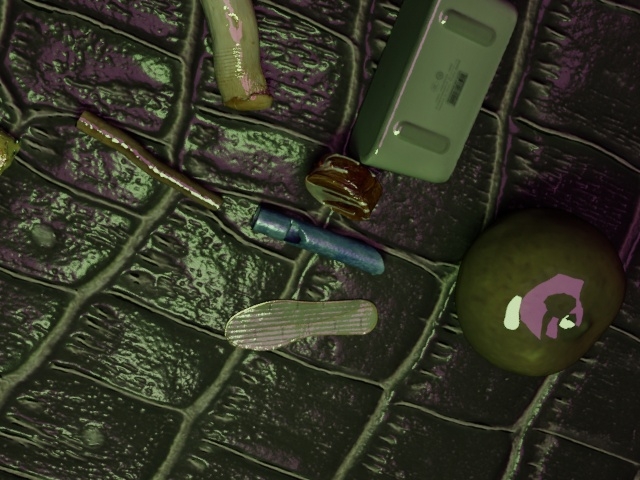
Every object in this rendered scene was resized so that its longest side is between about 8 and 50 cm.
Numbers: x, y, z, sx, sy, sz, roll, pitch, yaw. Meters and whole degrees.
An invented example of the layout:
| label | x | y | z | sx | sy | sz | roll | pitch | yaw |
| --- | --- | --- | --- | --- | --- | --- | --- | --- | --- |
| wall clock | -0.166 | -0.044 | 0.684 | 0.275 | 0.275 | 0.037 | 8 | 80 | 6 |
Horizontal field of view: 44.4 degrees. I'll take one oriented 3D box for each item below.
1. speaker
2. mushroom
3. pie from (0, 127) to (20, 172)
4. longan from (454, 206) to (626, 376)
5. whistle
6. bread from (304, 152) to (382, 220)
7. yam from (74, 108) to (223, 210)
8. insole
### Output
| label | x | y | z | sx | sy | sz | roll | pitch | yaw |
| --- | --- | --- | --- | --- | --- | --- | --- | --- | --- |
| speaker | 0.224 | -0.323 | 1.573 | 0.184 | 0.183 | 0.406 | 17 | 102 | -20 |
| mushroom | -0.181 | -0.417 | 1.517 | 0.122 | 0.095 | 0.351 | -14 | 107 | 12 |
| pie | -0.721 | -0.219 | 1.487 | 0.282 | 0.068 | 0.128 | 32 | 97 | -13 |
| longan | 0.458 | 0.110 | 1.657 | 0.361 | 0.361 | 0.361 | -3 | 106 | -10 |
| whistle | 0.000 | 0.000 | 1.683 | 0.304 | 0.062 | 0.062 | 20 | 101 | -15 |
| bread | 0.047 | -0.111 | 1.609 | 0.160 | 0.160 | 0.073 | 36 | 73 | -17 |
| yam | -0.342 | -0.158 | 1.585 | 0.327 | 0.045 | 0.045 | 33 | 131 | -19 |
| insole | -0.041 | 0.184 | 1.753 | 0.348 | 0.009 | 0.119 | -4 | 106 | -9 |
